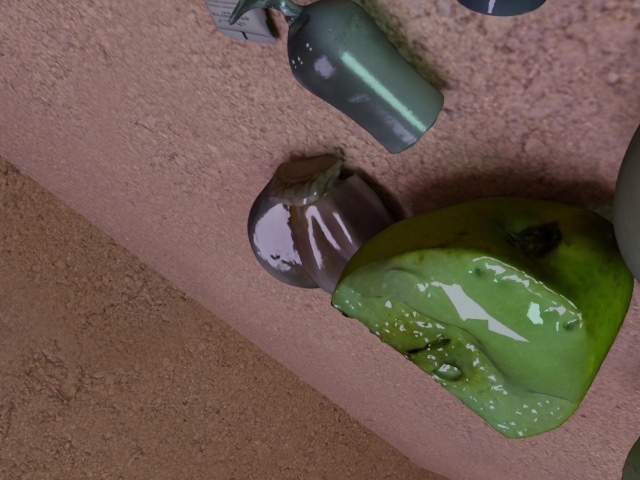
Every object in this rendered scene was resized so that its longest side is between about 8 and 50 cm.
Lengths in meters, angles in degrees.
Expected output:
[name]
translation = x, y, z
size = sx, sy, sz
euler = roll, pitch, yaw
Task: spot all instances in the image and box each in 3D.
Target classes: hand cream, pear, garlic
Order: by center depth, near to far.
[hand cream]
translation = -0.123, -0.324, 0.526
size = 0.095, 0.059, 0.276
euler = 19, 158, 23
[pear]
translation = 0.234, 0.060, 0.643
size = 0.342, 0.239, 0.318
euler = 38, 143, -1
[garlic]
translation = 0.001, -0.001, 0.866
size = 0.278, 0.132, 0.325
euler = 2, 136, 34

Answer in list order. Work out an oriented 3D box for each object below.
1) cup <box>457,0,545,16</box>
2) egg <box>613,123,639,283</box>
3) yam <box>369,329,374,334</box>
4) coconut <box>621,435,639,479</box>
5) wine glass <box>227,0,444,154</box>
[cup]
translation = 0.155, -0.227, 0.373
size = 0.100, 0.078, 0.077
euler = -6, 146, -1
[egg]
translation = 0.331, -0.032, 0.354
size = 0.218, 0.219, 0.295
euler = 25, 167, 13
[yam]
translation = 0.263, 0.165, 0.916
size = 0.330, 0.133, 0.133
euler = 15, 151, 23
[coconut]
translation = 0.599, 0.370, 0.681
size = 0.328, 0.282, 0.328
euler = 12, -172, -2
[wine glass]
translation = 0.023, -0.196, 0.534
size = 0.231, 0.103, 0.103
euler = 37, 155, -19
